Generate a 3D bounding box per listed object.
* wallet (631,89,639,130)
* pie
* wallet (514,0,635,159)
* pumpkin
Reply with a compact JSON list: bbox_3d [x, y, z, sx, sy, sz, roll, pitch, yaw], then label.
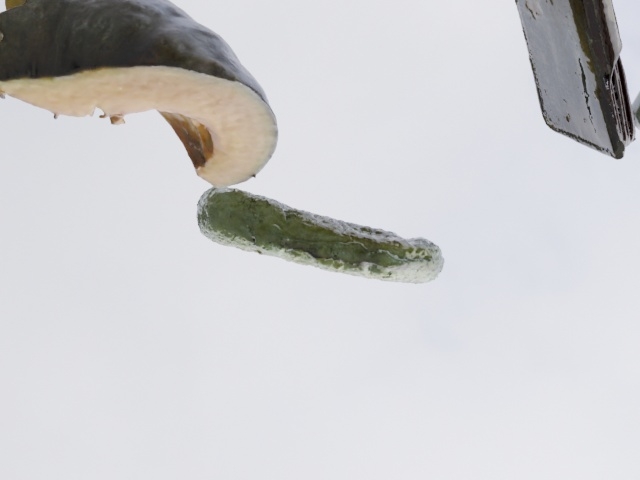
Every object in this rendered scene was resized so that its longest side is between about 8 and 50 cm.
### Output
[{"bbox_3d":[0.460,-0.203,1.442,0.252,0.083,0.360,-107,-148,-45],"label":"wallet"},{"bbox_3d":[0.000,0.000,1.676,0.323,0.323,0.071,12,-92,39],"label":"pie"},{"bbox_3d":[0.183,-0.179,1.035,0.031,0.232,0.122,-25,-154,-16],"label":"wallet"},{"bbox_3d":[-0.124,-0.149,1.058,0.149,0.254,0.131,-24,-123,37],"label":"pumpkin"}]
